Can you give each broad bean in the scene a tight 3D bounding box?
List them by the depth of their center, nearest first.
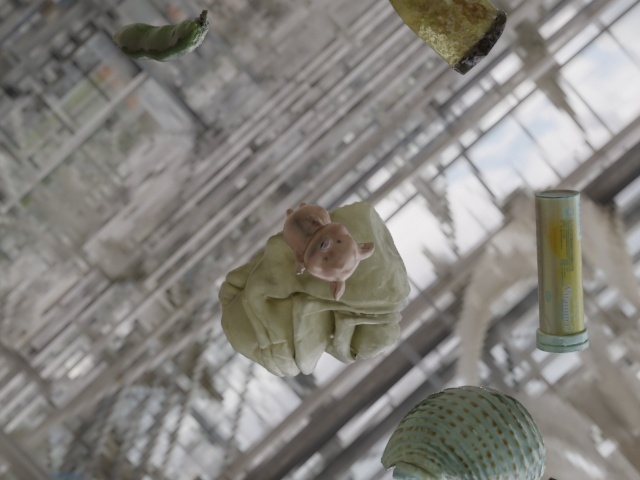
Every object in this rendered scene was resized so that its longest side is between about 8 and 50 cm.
[{"bbox_3d":[-0.235,-0.296,2.318,0.046,0.065,0.254,-21,-166,-37],"label":"broad bean"}]

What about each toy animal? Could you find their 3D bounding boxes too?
[{"bbox_3d":[0.003,0.001,2.114,0.089,0.150,0.083,3,130,-50],"label":"toy animal"}]

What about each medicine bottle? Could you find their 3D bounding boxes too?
[{"bbox_3d":[0.328,0.041,2.151,0.074,0.218,0.074,-4,-168,1],"label":"medicine bottle"}]

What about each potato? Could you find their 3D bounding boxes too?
[{"bbox_3d":[0.116,-0.223,1.480,0.066,0.103,0.096,-45,-157,24],"label":"potato"}]

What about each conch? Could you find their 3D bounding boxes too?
[{"bbox_3d":[0.173,0.234,1.867,0.172,0.200,0.131,31,-75,59],"label":"conch"}]

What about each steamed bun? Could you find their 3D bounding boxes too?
[{"bbox_3d":[-0.007,0.095,2.288,0.289,0.203,0.276,-27,166,5],"label":"steamed bun"}]

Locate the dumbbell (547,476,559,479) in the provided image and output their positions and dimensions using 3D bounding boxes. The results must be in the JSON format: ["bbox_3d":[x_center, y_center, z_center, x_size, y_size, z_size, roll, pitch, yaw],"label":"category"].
[{"bbox_3d":[0.262,0.456,2.125,0.290,0.192,0.192,-63,-169,-4],"label":"dumbbell"}]
